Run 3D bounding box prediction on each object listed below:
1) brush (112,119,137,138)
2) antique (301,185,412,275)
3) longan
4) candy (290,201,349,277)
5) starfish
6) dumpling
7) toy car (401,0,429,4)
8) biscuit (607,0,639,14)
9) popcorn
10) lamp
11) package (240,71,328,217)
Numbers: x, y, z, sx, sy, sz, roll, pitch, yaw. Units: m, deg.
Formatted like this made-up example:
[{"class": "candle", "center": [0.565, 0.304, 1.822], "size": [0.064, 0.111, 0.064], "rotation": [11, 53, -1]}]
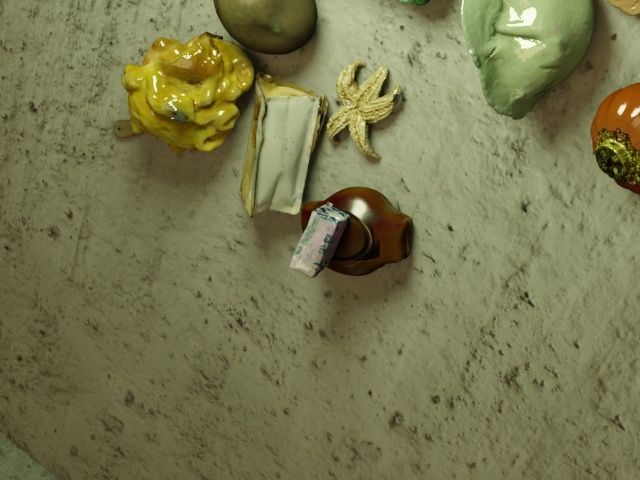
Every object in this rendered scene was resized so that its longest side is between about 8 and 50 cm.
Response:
[{"class": "brush", "center": [-0.450, -0.312, 2.179], "size": [0.327, 0.065, 0.070], "rotation": [-1, 111, 32]}, {"class": "antique", "center": [0.080, -0.022, 1.940], "size": [0.278, 0.129, 0.223], "rotation": [17, 113, 23]}, {"class": "longan", "center": [-0.119, -0.528, 1.794], "size": [0.246, 0.246, 0.215], "rotation": [42, 135, 10]}, {"class": "candy", "center": [0.000, 0.000, 1.860], "size": [0.073, 0.092, 0.160], "rotation": [30, 116, 12]}, {"class": "starfish", "center": [0.093, -0.296, 1.866], "size": [0.238, 0.071, 0.216], "rotation": [-31, 86, 42]}, {"class": "dumpling", "center": [0.390, -0.414, 1.570], "size": [0.270, 0.212, 0.320], "rotation": [-17, 85, -2]}, {"class": "toy car", "center": [0.138, -0.608, 1.677], "size": [0.306, 0.125, 0.136], "rotation": [33, 126, 23]}, {"class": "biscuit", "center": [0.610, -0.528, 1.476], "size": [0.181, 0.049, 0.208], "rotation": [-8, 105, 33]}, {"class": "popcorn", "center": [-0.333, -0.358, 1.947], "size": [0.297, 0.281, 0.315], "rotation": [18, 123, -18]}, {"class": "lamp", "center": [0.618, -0.191, 1.518], "size": [0.223, 0.197, 0.223], "rotation": [53, 162, 24]}, {"class": "package", "center": [-0.093, -0.228, 1.970], "size": [0.165, 0.221, 0.311], "rotation": [4, 116, -14]}]
